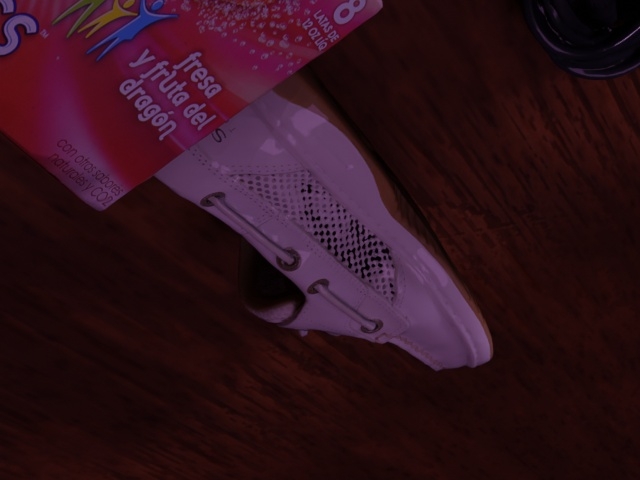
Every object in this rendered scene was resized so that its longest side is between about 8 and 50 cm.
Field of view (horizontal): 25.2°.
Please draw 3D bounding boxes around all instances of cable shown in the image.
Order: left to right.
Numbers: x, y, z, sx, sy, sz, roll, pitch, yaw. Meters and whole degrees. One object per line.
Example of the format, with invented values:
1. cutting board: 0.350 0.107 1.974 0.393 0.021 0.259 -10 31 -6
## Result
1. cable: 0.173 -0.158 0.690 0.150 0.047 0.184 -10 144 -24

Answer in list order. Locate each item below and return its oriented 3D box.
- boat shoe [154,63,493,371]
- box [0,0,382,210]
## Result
1. boat shoe: 0.000 0.000 0.700 0.096 0.098 0.277 -36 139 5
2. box: -0.098 -0.135 0.394 0.123 0.128 0.257 -36 148 4
